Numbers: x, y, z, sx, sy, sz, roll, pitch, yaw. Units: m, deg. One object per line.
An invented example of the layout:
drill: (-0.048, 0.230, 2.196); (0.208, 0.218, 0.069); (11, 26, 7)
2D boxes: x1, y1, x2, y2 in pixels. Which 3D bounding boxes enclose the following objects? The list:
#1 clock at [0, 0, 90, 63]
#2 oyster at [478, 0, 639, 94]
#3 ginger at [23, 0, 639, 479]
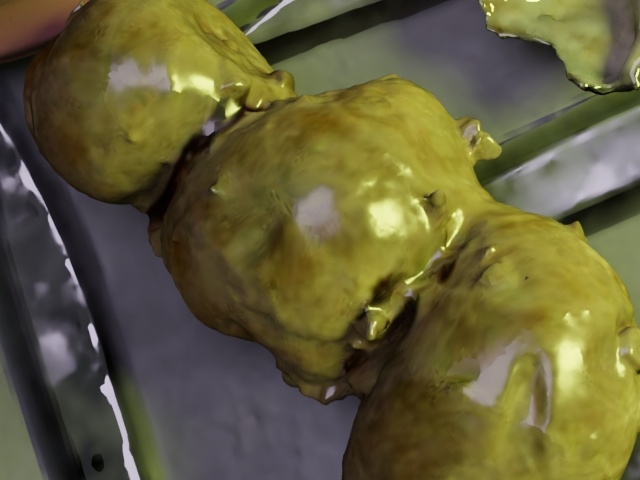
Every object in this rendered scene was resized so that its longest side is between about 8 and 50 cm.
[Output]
clock: (-0.111, -0.170, 0.618); (0.244, 0.056, 0.244); (-3, 79, 14)
oyster: (0.115, -0.097, 0.535); (0.165, 0.053, 0.108); (-7, 81, 15)
ginger: (0.000, 0.000, 0.534); (0.104, 0.080, 0.204); (-47, 72, 9)
